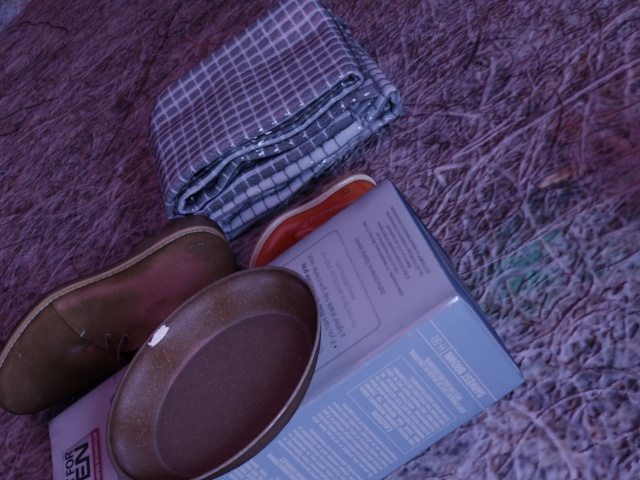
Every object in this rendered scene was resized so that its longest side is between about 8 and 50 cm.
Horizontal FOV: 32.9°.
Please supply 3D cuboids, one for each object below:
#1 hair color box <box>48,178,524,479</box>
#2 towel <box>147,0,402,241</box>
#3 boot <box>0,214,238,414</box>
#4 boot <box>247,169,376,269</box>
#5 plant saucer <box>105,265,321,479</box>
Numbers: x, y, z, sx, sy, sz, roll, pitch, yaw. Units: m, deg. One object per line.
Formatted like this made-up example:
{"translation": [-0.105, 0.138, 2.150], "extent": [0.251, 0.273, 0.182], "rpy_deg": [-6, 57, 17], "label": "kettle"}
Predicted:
{"translation": [-0.043, 0.134, 0.889], "extent": [0.374, 0.113, 0.185], "rpy_deg": [-35, 33, 7], "label": "hair color box"}
{"translation": [-0.067, -0.149, 1.252], "extent": [0.283, 0.121, 0.235], "rpy_deg": [-35, 33, 8], "label": "towel"}
{"translation": [-0.217, 0.099, 1.132], "extent": [0.305, 0.112, 0.115], "rpy_deg": [-36, 43, 4], "label": "boot"}
{"translation": [0.000, 0.000, 1.063], "extent": [0.158, 0.059, 0.084], "rpy_deg": [-39, 37, 1], "label": "boot"}
{"translation": [-0.074, 0.107, 0.815], "extent": [0.198, 0.036, 0.199], "rpy_deg": [-26, 37, 22], "label": "plant saucer"}
